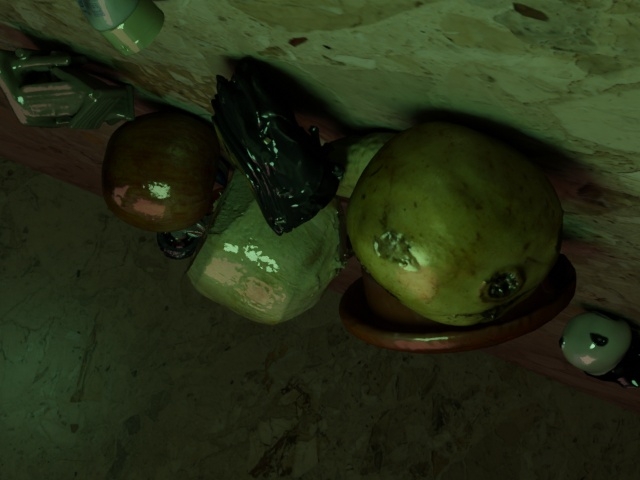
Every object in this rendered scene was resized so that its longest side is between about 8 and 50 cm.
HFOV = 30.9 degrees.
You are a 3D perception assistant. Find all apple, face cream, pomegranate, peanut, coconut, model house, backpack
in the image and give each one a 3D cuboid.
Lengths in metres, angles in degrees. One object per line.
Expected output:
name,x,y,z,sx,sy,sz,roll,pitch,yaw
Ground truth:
apple,-0.267,-0.118,1.957,0.187,0.211,0.211,13,173,-2
face cream,-0.270,-0.301,1.282,0.114,0.070,0.224,12,156,47
pomegranate,0.162,-0.022,1.397,0.260,0.260,0.260,21,173,3
peanut,0.069,-0.102,1.597,0.098,0.090,0.214,18,175,-24
coconut,-0.082,0.008,2.069,0.254,0.297,0.297,23,172,-9
model house,-0.392,-0.236,1.837,0.188,0.122,0.229,6,-177,15
backpack,-0.067,-0.132,1.535,0.206,0.133,0.258,54,179,28

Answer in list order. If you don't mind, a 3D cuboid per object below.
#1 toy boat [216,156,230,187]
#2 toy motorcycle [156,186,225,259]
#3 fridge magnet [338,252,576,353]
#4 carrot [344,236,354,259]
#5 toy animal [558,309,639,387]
toy boat,-0.228,-0.156,2.202,0.080,0.046,0.229,16,172,29
toy motorcycle,-0.182,-0.043,2.308,0.298,0.171,0.089,-7,150,-6
fridge magnet,0.204,0.066,1.754,0.363,0.155,0.363,-10,-162,3
carrot,0.000,0.000,2.661,0.186,0.060,0.060,19,173,32
toy animal,0.577,0.210,2.336,0.179,0.138,0.166,35,146,-32
